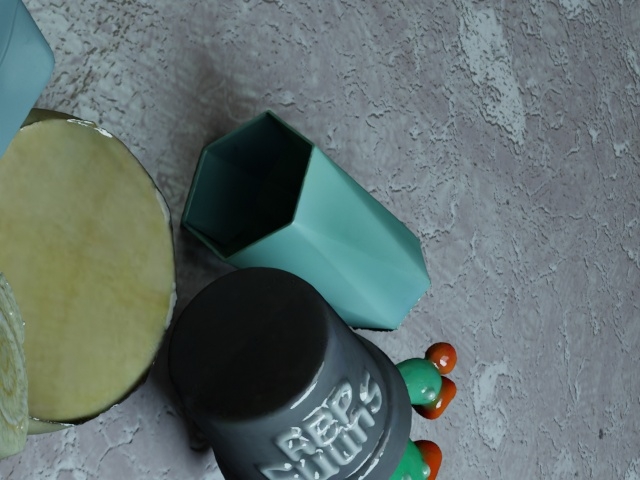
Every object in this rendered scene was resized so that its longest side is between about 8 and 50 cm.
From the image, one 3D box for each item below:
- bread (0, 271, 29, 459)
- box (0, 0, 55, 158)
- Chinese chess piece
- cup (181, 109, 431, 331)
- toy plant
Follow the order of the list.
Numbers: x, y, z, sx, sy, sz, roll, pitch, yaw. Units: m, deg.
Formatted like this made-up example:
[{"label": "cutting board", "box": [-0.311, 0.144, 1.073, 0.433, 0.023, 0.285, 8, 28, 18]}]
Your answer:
[{"label": "bread", "box": [-0.281, 0.089, 1.204, 0.134, 0.141, 0.148, 69, 8, -49]}, {"label": "box", "box": [-0.304, -0.108, 1.272, 0.227, 0.162, 0.130, -64, 143, -29]}, {"label": "Chinese chess piece", "box": [-0.229, 0.024, 1.394, 0.257, 0.104, 0.257, 2, 88, -50]}, {"label": "cup", "box": [0.000, 0.000, 1.646, 0.235, 0.134, 0.148, 37, 65, -44]}, {"label": "toy plant", "box": [0.000, 0.188, 1.609, 0.400, 0.185, 0.280, 56, 38, -55]}]
